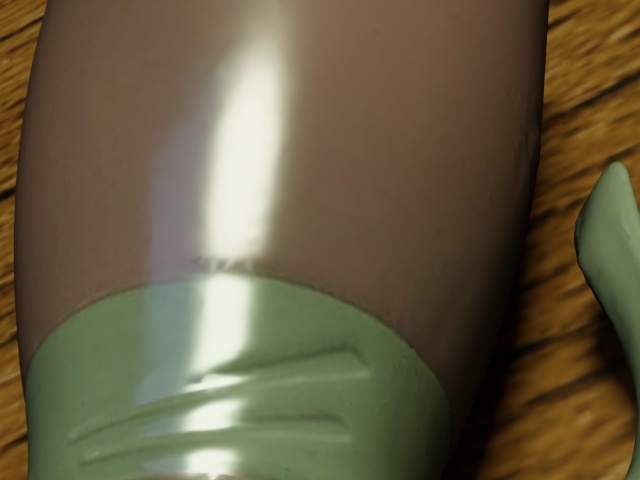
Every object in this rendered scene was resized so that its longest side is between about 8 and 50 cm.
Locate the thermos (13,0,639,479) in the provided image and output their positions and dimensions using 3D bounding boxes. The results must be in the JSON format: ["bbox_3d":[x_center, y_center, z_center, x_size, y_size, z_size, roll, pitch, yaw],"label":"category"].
[{"bbox_3d":[0.000,0.000,0.469,0.176,0.146,0.265,2,46,4],"label":"thermos"}]
